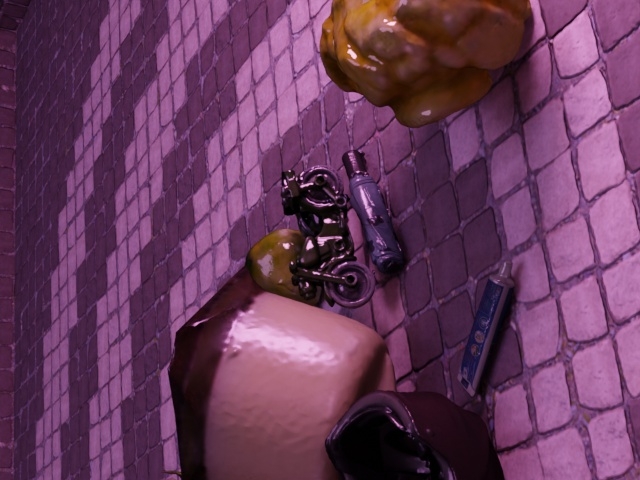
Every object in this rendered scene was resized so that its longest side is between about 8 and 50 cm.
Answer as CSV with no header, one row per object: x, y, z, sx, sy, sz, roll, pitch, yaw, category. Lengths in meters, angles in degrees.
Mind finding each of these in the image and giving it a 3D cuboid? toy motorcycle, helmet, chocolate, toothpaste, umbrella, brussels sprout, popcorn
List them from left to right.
-0.069,0.052,2.012,0.151,0.122,0.149,-69,28,22,brussels sprout
-0.024,0.227,1.688,0.314,0.297,0.326,-47,-45,-61,chocolate
0.000,0.000,1.848,0.205,0.127,0.275,87,168,-70,toy motorcycle
0.077,-0.049,1.837,0.052,0.053,0.250,-55,40,38,umbrella
0.128,-0.318,1.559,0.334,0.292,0.293,-99,-16,-78,popcorn
0.142,0.337,1.501,0.225,0.177,0.305,-14,84,48,helmet
0.224,0.116,1.550,0.057,0.035,0.197,-126,47,-60,toothpaste

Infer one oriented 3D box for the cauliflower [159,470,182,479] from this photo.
-0.273,0.581,2.168,0.256,0.239,0.315,-8,94,35,cauliflower
